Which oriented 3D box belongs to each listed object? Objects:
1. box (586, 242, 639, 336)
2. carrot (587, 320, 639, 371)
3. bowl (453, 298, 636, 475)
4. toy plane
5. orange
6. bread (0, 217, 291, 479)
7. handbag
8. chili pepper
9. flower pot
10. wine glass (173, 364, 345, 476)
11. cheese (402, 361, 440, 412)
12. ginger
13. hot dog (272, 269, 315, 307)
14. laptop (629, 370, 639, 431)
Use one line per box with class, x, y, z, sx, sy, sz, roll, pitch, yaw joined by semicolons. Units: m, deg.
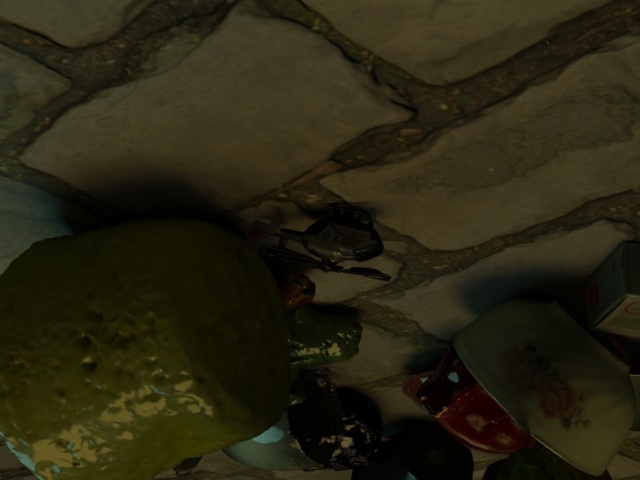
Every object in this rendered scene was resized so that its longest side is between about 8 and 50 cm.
box;0.498;0.077;1.282;0.269;0.079;0.135;8;154;-6
carrot;0.469;0.186;1.521;0.049;0.049;0.254;-16;141;35
bowl;0.331;0.179;1.360;0.145;0.277;0.277;-49;133;10
toy plane;0.000;-0.001;1.208;0.197;0.078;0.053;10;158;16
orange;0.441;0.527;2.000;0.301;0.223;0.300;6;144;-46
bread;-0.221;0.136;1.230;0.307;0.348;0.348;-16;147;25
handbag;0.020;0.376;1.895;0.207;0.127;0.229;-3;144;16
chili pepper;0.268;0.278;1.572;0.136;0.144;0.253;-18;127;36
flower pot;0.209;0.476;1.982;0.268;0.269;0.166;11;129;-13
wine glass;-0.130;0.322;1.743;0.357;0.191;0.190;-15;148;31
cheese;0.254;0.273;1.713;0.188;0.074;0.286;-14;148;34
ginger;-0.058;0.194;1.540;0.137;0.089;0.290;43;117;-4
hot dog;-0.085;0.075;1.388;0.188;0.055;0.072;-11;179;38
laptop;0.539;0.258;1.550;0.269;0.015;0.188;0;141;20
